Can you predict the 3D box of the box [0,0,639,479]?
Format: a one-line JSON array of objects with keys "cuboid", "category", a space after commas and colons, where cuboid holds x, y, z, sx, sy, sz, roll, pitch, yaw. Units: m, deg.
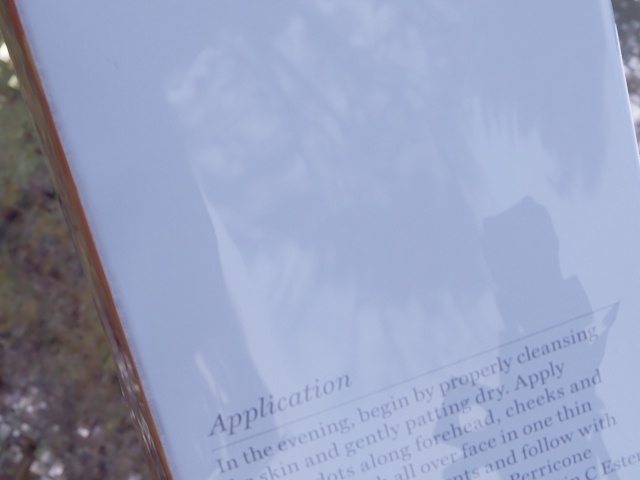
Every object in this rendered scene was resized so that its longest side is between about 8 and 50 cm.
[{"cuboid": [0.000, 0.000, 0.525, 0.168, 0.345, 0.215, -19, -159, -10], "category": "box"}]
